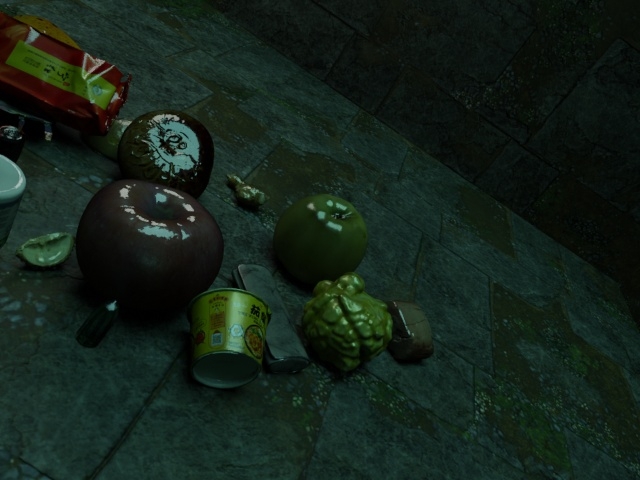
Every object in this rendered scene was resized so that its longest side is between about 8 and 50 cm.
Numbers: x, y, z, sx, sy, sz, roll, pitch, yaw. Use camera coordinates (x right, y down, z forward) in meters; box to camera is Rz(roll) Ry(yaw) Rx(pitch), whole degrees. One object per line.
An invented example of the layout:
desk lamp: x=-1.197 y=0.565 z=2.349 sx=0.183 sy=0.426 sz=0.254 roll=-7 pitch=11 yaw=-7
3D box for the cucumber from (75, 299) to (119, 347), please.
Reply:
cucumber: x=-0.416 y=0.154 z=1.110 sx=0.048 sy=0.105 sz=0.048 roll=36 pitch=21 yaw=-16

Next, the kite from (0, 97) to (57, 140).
kite: x=-0.726 y=-0.304 z=1.426 sx=0.204 sy=0.022 sz=0.360 roll=20 pitch=11 yaw=-36

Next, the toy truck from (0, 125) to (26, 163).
toy truck: x=-0.771 y=-0.201 z=1.256 sx=0.114 sy=0.107 sz=0.253 roll=41 pitch=29 yaw=8

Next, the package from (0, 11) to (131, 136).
package: x=-0.706 y=-0.427 z=1.533 sx=0.424 sy=0.123 sz=0.195 roll=23 pitch=73 yaw=-5

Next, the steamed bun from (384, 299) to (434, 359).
steamed bun: x=0.242 y=0.257 z=1.661 sx=0.145 sy=0.106 sz=0.175 roll=10 pitch=50 yaw=-47

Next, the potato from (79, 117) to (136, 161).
potato: x=-0.525 y=-0.279 z=1.647 sx=0.261 sy=0.100 sz=0.120 roll=12 pitch=36 yaw=-36

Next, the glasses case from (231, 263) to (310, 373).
glasses case: x=-0.124 y=0.182 z=1.418 sx=0.114 sy=0.060 sz=0.299 roll=10 pitch=37 yaw=-38

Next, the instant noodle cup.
instant noodle cup: x=-0.191 y=0.208 z=1.203 sx=0.182 sy=0.182 sz=0.144 roll=21 pitch=40 yaw=-25

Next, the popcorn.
popcorn: x=0.069 y=0.207 z=1.467 sx=0.256 sy=0.195 sz=0.254 roll=14 pitch=45 yaw=-33

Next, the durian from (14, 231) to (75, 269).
durian: x=-0.555 y=0.025 z=1.193 sx=0.052 sy=0.066 sz=0.130 roll=45 pitch=39 yaw=18

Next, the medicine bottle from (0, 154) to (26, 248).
medicine bottle: x=-0.618 y=-0.034 z=1.030 sx=0.139 sy=0.236 sz=0.139 roll=26 pitch=29 yaw=-15

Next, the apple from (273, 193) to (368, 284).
apple: x=0.000 y=0.000 z=1.656 sx=0.263 sy=0.262 sz=0.262 roll=26 pitch=30 yaw=-16

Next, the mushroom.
mushroom: x=-0.402 y=-0.222 z=1.583 sx=0.278 sy=0.163 sz=0.296 roll=20 pitch=59 yaw=-38

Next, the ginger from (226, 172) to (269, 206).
ginger: x=-0.238 y=-0.153 z=1.806 sx=0.165 sy=0.067 sz=0.096 roll=32 pitch=26 yaw=21

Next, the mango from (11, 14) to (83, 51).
mango: x=-0.777 y=-0.531 z=1.699 sx=0.290 sy=0.159 sz=0.191 roll=37 pitch=11 yaw=4

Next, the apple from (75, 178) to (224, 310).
apple: x=-0.359 y=0.015 z=1.237 sx=0.306 sy=0.235 sz=0.305 roll=23 pitch=29 yaw=-13
